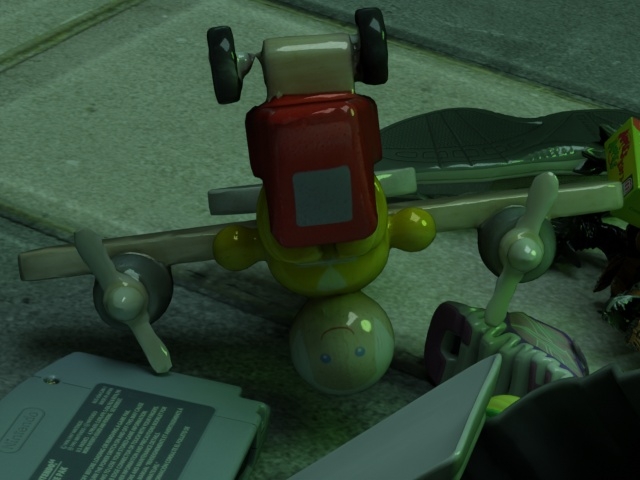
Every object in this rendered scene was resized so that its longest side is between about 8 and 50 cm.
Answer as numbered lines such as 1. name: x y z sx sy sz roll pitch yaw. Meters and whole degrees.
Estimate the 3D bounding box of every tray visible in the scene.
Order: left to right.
1. tray: 0.015 0.181 1.310 0.030 0.270 0.145 51 29 -9

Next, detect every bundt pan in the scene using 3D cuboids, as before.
1. bundt pan: 0.128 0.232 1.175 0.124 0.331 0.331 49 26 -13

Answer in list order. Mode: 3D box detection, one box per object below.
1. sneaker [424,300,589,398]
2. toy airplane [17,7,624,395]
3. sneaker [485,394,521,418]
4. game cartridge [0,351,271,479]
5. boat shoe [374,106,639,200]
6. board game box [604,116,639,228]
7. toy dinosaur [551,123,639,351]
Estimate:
1. sneaker: 0.191 0.122 1.582 0.104 0.095 0.236 -2 28 -34
2. toy airplane: 0.000 0.000 1.570 0.384 0.272 0.386 8 -22 -45
3. sneaker: 0.172 0.239 1.369 0.123 0.109 0.295 -31 44 -9
4. game cartridge: -0.161 0.174 1.397 0.198 0.062 0.297 8 21 9
5. boat shoe: 0.197 -0.069 1.938 0.320 0.103 0.118 -5 34 -15
6. board game box: 0.346 -0.034 1.725 0.181 0.043 0.092 24 43 -21
7. toy dinosaur: 0.332 0.009 1.814 0.218 0.164 0.322 34 16 15
